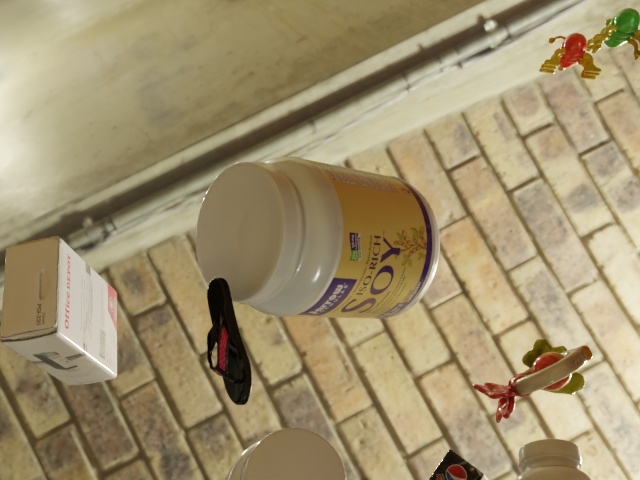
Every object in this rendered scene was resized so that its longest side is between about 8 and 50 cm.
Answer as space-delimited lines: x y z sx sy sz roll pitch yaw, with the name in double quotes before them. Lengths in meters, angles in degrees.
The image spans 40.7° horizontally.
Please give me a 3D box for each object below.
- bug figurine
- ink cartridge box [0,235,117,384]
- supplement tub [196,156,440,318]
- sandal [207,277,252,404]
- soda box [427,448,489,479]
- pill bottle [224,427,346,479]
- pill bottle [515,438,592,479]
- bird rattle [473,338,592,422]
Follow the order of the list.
"bug figurine" 0.480 -0.280 1.280 0.216 0.279 0.072 112 -12 -83
"ink cartridge box" -0.395 0.114 1.325 0.218 0.092 0.159 70 11 -62
"supplement tub" 0.000 0.000 1.342 0.331 0.241 0.241 6 43 -44
"sandal" -0.135 0.138 1.171 0.067 0.040 0.179 -34 -113 48
"soda box" 0.196 0.336 1.193 0.060 0.053 0.169 34 -9 24
"pill bottle" -0.063 0.372 1.220 0.160 0.160 0.283 61 -27 20
"pill bottle" 0.241 0.286 0.879 0.086 0.086 0.152 70 19 -50
"bird rattle" 0.463 0.282 1.841 0.207 0.253 0.143 -41 -114 52
